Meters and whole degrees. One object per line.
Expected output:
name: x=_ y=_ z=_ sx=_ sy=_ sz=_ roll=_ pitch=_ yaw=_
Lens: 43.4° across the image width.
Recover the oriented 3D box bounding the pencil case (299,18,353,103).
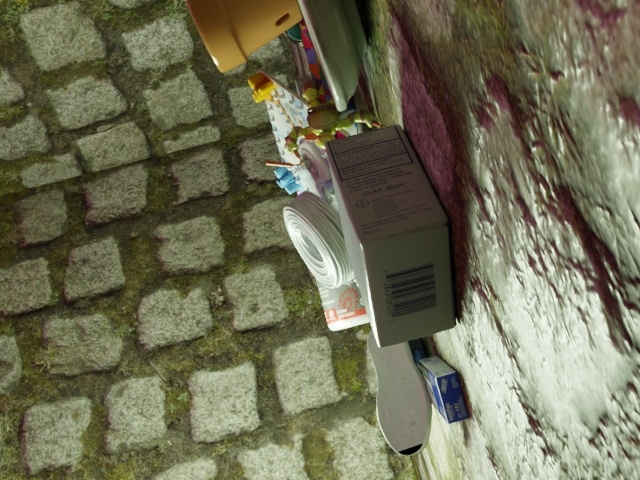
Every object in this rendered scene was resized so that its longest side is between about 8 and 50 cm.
pencil case: x=0.019 y=-0.454 z=2.012 sx=0.104 sy=0.104 sz=0.236 roll=-108 pitch=6 yaw=-59

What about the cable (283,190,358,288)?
cable: x=0.000 y=0.000 z=2.067 sx=0.257 sy=0.089 sz=0.257 roll=47 pitch=161 yaw=26

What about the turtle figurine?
turtle figurine: x=-0.002 y=-0.268 z=1.766 sx=0.087 sy=0.269 sz=0.217 roll=56 pitch=-156 yaw=-44

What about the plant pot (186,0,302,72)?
plant pot: x=-0.163 y=-0.519 z=1.667 sx=0.291 sy=0.203 sz=0.291 roll=-19 pitch=-90 yaw=-87

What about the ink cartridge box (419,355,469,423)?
ink cartridge box: x=0.250 y=0.302 z=1.651 sx=0.207 sy=0.046 sz=0.097 roll=-178 pitch=72 yaw=-88

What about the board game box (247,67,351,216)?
board game box: x=-0.026 y=-0.193 z=2.028 sx=0.390 sy=0.050 sz=0.390 roll=43 pitch=158 yaw=38

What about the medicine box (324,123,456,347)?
medicine box: x=0.123 y=-0.012 z=1.427 sx=0.289 sy=0.149 sz=0.263 roll=-106 pitch=2 yaw=-47

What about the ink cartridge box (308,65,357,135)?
ink cartridge box: x=0.035 y=-0.381 z=2.190 sx=0.148 sy=0.086 sz=0.203 roll=80 pitch=176 yaw=-62

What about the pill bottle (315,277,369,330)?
pill bottle: x=0.082 y=0.072 z=2.406 sx=0.210 sy=0.210 sz=0.363 roll=91 pitch=164 yaw=-83

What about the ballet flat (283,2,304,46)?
ballet flat: x=-0.084 y=-0.755 z=2.123 sx=0.182 sy=0.164 sz=0.482 roll=-62 pitch=-41 yaw=-66

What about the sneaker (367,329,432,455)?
sneaker: x=0.215 y=0.362 z=1.890 sx=0.236 sy=0.130 sz=0.322 roll=43 pitch=-152 yaw=-55

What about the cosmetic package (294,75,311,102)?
cosmetic package: x=-0.002 y=-0.414 z=2.459 sx=0.238 sy=0.127 sz=0.107 roll=75 pitch=180 yaw=-77

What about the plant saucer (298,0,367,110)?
plant saucer: x=0.014 y=-0.461 z=1.604 sx=0.400 sy=0.100 sz=0.400 roll=-19 pitch=-90 yaw=-87

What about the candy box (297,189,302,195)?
candy box: x=0.016 y=-0.219 z=2.298 sx=0.165 sy=0.196 sz=0.070 roll=77 pitch=-179 yaw=-48
